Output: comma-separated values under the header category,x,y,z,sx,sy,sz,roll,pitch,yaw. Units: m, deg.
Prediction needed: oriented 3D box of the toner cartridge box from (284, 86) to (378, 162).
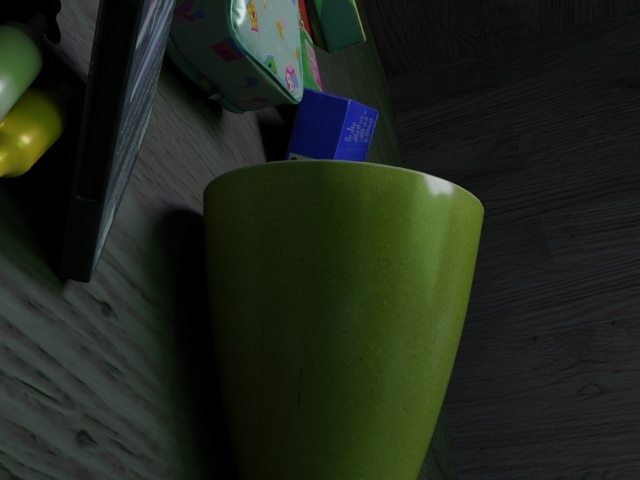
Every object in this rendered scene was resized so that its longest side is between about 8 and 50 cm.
category,x,y,z,sx,sy,sz,roll,pitch,yaw
toner cartridge box,0.021,-0.151,1.181,0.348,0.075,0.165,-32,139,-77

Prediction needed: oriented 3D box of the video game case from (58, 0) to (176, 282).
category,x,y,z,sx,sy,sz,roll,pitch,yaw
video game case,-0.116,-0.133,0.462,0.196,0.026,0.274,-89,-163,-49

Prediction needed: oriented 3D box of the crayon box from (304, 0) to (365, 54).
category,x,y,z,sx,sy,sz,roll,pitch,yaw
crayon box,-0.024,-0.542,1.394,0.203,0.083,0.322,-126,-166,-61

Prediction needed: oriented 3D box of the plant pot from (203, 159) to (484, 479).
category,x,y,z,sx,sy,sz,roll,pitch,yaw
plant pot,0.010,0.109,0.678,0.275,0.275,0.293,44,49,-68

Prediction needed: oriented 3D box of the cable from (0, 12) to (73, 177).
category,x,y,z,sx,sy,sz,roll,pitch,yaw
cable,-0.185,-0.022,0.301,0.139,0.072,0.287,55,24,-45

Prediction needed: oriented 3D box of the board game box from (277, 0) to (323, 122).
category,x,y,z,sx,sy,sz,roll,pitch,yaw
board game box,-0.077,-0.377,1.169,0.242,0.064,0.316,26,52,-74

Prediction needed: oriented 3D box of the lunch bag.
category,x,y,z,sx,sy,sz,roll,pitch,yaw
lunch bag,-0.098,-0.288,0.815,0.224,0.108,0.279,38,48,-69

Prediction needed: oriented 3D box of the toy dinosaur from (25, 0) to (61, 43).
category,x,y,z,sx,sy,sz,roll,pitch,yaw
toy dinosaur,-0.196,-0.214,0.362,0.296,0.127,0.200,-32,115,-71
